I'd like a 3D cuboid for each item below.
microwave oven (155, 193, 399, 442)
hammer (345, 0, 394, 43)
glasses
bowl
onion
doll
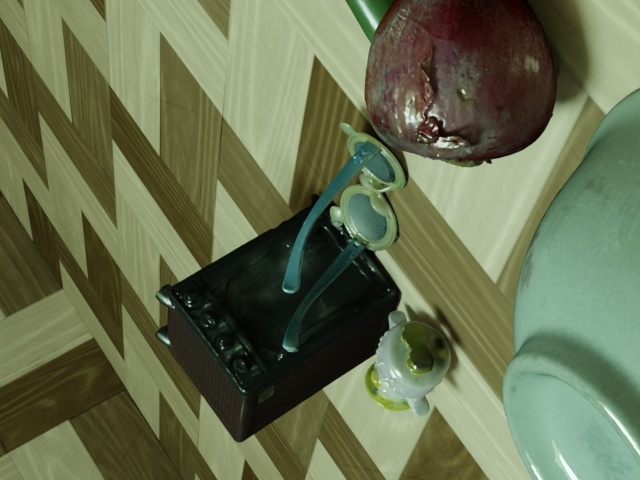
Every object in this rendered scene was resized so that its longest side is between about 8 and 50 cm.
[{"bbox_3d":[-0.051,0.092,1.597,0.178,0.247,0.188,50,158,21],"label":"microwave oven"},{"bbox_3d":[0.013,-0.294,1.158,0.335,0.119,0.206,58,161,-11],"label":"hammer"},{"bbox_3d":[0.028,0.011,1.401,0.088,0.220,0.189,16,145,7],"label":"glasses"},{"bbox_3d":[0.262,0.117,0.951,0.435,0.196,0.434,49,155,32],"label":"bowl"},{"bbox_3d":[0.115,-0.156,1.046,0.159,0.159,0.194,18,105,62],"label":"onion"},{"bbox_3d":[0.099,0.149,1.543,0.207,0.081,0.129,115,143,-68],"label":"doll"}]
